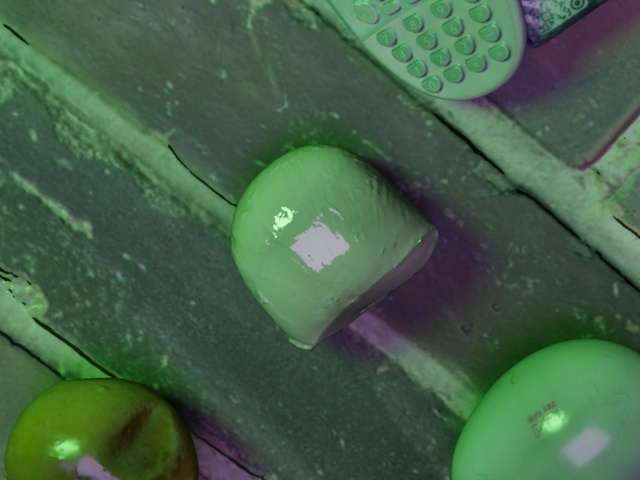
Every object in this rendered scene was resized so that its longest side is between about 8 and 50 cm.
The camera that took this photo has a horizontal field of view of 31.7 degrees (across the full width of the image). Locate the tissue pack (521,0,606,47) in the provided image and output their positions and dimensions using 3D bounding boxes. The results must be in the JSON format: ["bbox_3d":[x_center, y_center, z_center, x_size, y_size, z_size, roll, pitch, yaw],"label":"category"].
[{"bbox_3d":[0.257,-0.330,1.074,0.257,0.081,0.185,-34,108,11],"label":"tissue pack"}]

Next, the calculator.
[{"bbox_3d":[0.083,-0.260,1.080,0.184,0.042,0.295,-20,116,42],"label":"calculator"}]

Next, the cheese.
[{"bbox_3d":[0.000,0.000,1.159,0.198,0.154,0.189,-39,101,13],"label":"cheese"}]

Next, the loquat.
[{"bbox_3d":[-0.236,0.246,1.222,0.213,0.213,0.213,0,111,-1],"label":"loquat"}]

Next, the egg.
[{"bbox_3d":[0.258,0.216,1.226,0.264,0.183,0.183,-40,106,21],"label":"egg"}]
